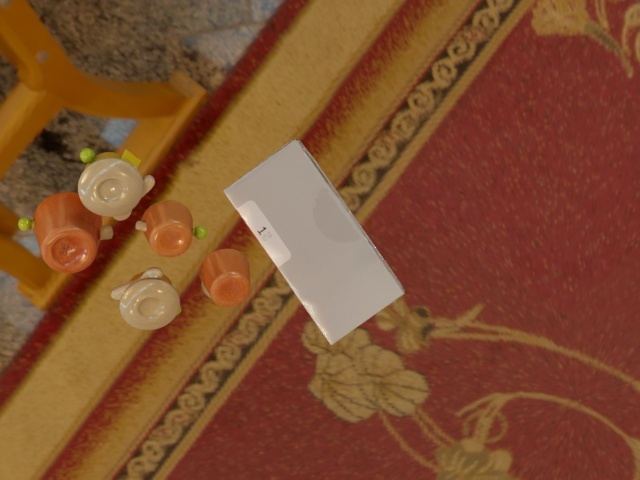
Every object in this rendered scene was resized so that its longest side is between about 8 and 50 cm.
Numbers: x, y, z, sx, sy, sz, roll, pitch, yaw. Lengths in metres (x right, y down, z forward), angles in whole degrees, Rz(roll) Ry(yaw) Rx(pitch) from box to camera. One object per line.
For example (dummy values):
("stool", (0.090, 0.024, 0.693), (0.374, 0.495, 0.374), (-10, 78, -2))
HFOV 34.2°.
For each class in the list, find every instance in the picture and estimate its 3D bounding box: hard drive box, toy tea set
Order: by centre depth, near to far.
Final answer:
("hard drive box", (0.000, 0.000, 1.079), (0.089, 0.232, 0.181), (-35, 88, 2))
("toy tea set", (-0.254, 0.003, 1.485), (0.200, 0.336, 0.124), (-42, 32, 10))
